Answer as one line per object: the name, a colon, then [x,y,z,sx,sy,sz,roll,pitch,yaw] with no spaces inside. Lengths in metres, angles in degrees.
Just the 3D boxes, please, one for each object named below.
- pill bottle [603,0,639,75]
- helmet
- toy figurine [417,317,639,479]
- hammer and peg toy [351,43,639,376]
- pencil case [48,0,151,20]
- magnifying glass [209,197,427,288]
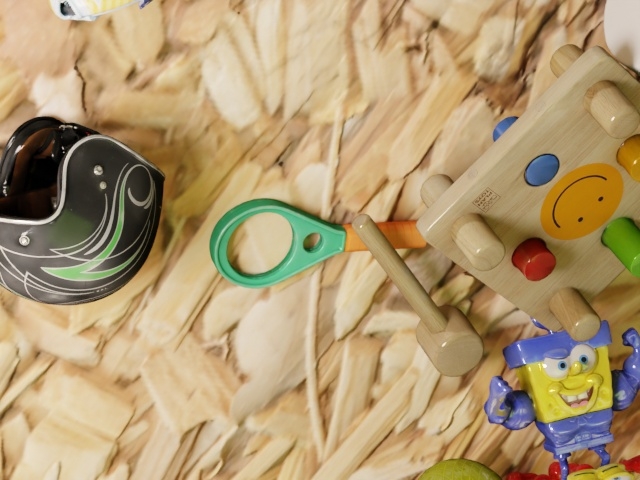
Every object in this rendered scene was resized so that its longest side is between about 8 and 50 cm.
pill bottle: [0.474,-0.182,1.992,0.363,0.210,0.210,25,103,-32]
helmet: [-0.232,-0.020,1.784,0.169,0.169,0.161,32,82,-33]
toy figurine: [0.233,0.172,2.139,0.362,0.191,0.217,-12,89,-11]
hammer and peg toy: [0.214,-0.008,1.974,0.361,0.127,0.266,-45,134,11]
pencil case: [-0.219,-0.322,1.664,0.124,0.113,0.273,-38,126,-30]
magnifying glass: [0.000,0.000,1.981,0.231,0.026,0.092,-4,116,-23]
